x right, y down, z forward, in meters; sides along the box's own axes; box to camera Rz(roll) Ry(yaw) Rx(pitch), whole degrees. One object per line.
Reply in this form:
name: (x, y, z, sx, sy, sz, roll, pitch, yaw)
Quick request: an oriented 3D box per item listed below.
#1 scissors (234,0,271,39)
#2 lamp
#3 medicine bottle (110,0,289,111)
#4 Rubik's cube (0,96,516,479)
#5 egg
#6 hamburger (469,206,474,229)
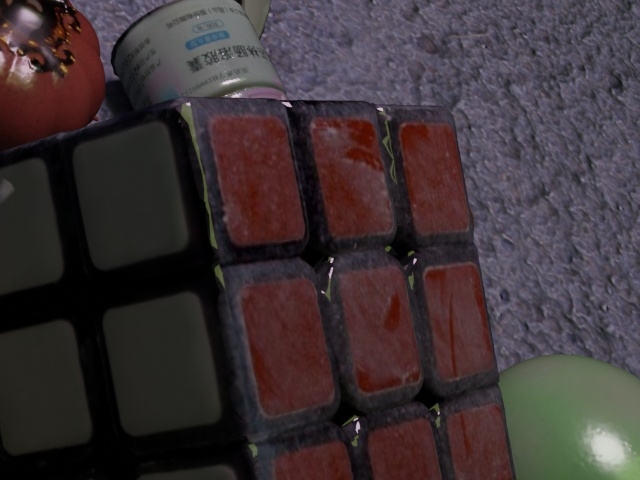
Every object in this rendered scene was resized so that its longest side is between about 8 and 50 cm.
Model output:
scissors: (-0.070, -0.273, 1.695, 0.138, 0.041, 0.289, 25, 40, -19)
lamp: (-0.261, -0.150, 1.364, 0.182, 0.140, 0.182, 18, 49, -22)
medicine bottle: (-0.096, -0.119, 1.477, 0.135, 0.135, 0.168, -7, 63, -42)
Rubik's cube: (-0.082, 0.081, 1.093, 0.305, 0.301, 0.303, -2, 81, -54)
egg: (0.224, 0.221, 1.384, 0.220, 0.220, 0.269, -9, 61, -43)
hamburger: (-0.001, 0.000, 1.381, 0.246, 0.246, 0.170, -13, 55, -45)
